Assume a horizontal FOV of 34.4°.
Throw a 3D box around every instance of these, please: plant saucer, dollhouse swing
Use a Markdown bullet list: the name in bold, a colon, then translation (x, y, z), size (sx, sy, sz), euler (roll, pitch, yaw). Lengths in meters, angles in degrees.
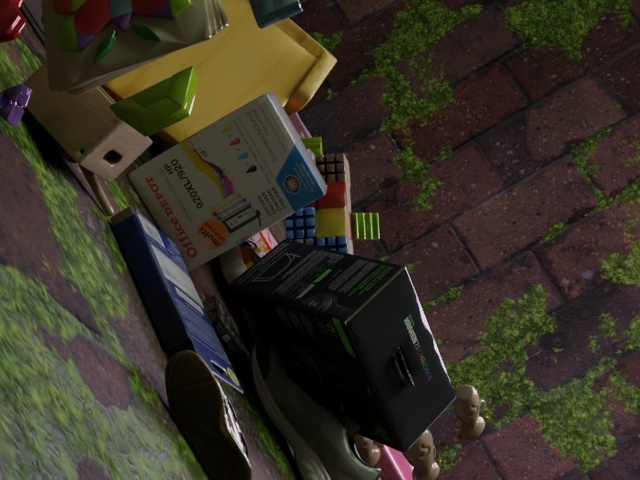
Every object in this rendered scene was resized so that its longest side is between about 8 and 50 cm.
- **plant saucer**: translation (0.127, 0.449, 2.037), size (0.332, 0.084, 0.332), euler (60, 3, -5)
- **dollhouse swing**: translation (-0.210, -0.291, 1.769), size (0.347, 0.305, 0.315), euler (38, -10, -11)

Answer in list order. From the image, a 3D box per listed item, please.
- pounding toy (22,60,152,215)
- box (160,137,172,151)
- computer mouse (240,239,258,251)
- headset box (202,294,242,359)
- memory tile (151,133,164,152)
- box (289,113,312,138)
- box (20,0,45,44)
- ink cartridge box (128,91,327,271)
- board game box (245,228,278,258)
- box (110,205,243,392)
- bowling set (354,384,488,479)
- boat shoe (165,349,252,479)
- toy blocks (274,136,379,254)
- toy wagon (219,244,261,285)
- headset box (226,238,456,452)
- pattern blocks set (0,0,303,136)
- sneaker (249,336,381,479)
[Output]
- **pounding toy**: translation (-0.262, -0.116, 1.156), size (0.130, 0.100, 0.141), euler (46, -2, 10)
- **box**: translation (-0.193, -0.145, 1.828), size (0.128, 0.123, 0.257), euler (48, 17, -54)
- **computer mouse**: translation (-0.081, 0.103, 2.009), size (0.272, 0.072, 0.188), euler (60, 2, -7)
- **headset box**: translation (-0.136, 0.116, 1.396), size (0.062, 0.032, 0.083), euler (59, 2, -25)
- **memory tile**: translation (-0.266, -0.144, 1.890), size (0.148, 0.012, 0.113), euler (59, 4, -15)
- **box**: translation (-0.158, -0.224, 2.217), size (0.168, 0.203, 0.167), euler (40, -8, 32)
- **box**: translation (-0.366, -0.415, 1.396), size (0.290, 0.169, 0.087), euler (58, 4, -20)
- **ink cartridge box**: translation (-0.132, -0.090, 1.525), size (0.171, 0.233, 0.168), euler (60, 5, -7)
- **board game box**: translation (-0.143, -0.011, 2.311), size (0.193, 0.045, 0.147), euler (59, 4, -26)
- **box**: translation (-0.168, 0.078, 1.213), size (0.225, 0.036, 0.136), euler (60, 3, 27)
- **bowling set**: translation (0.122, 0.316, 1.713), size (0.200, 0.287, 0.154), euler (43, -19, 40)
- **boat shoe**: translation (-0.114, 0.181, 1.041), size (0.049, 0.056, 0.152), euler (-140, -151, -85)
- **toy blocks**: translation (0.000, 0.000, 1.731), size (0.261, 0.191, 0.381), euler (18, 69, -85)
- **toy wagon**: translation (-0.084, 0.127, 1.784), size (0.267, 0.068, 0.344), euler (61, 4, 19)
- **headset box**: translation (0.037, 0.149, 1.495), size (0.283, 0.131, 0.246), euler (13, -45, 47)
- **pattern blocks set**: translation (-0.190, -0.226, 1.007), size (0.285, 0.325, 0.026), euler (61, 2, 27)
- **sneaker**: translation (-0.012, 0.250, 1.464), size (0.271, 0.108, 0.100), euler (57, 4, 14)
